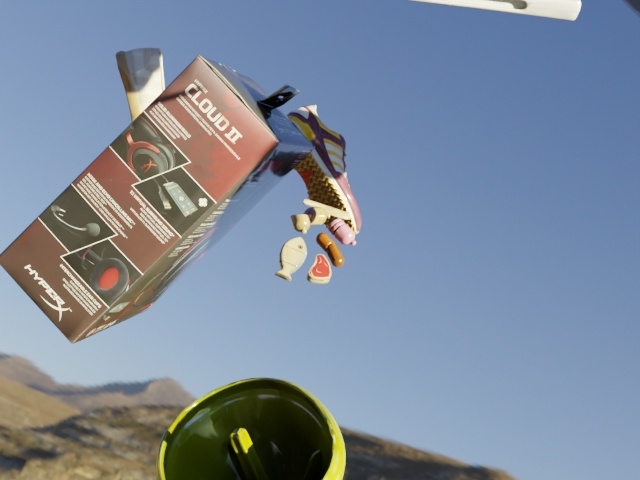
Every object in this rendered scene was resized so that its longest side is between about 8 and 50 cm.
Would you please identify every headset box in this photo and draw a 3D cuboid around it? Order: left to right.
[{"bbox_3d":[-0.136,-0.051,0.929,0.110,0.293,0.218,47,8,2],"label":"headset box"}]

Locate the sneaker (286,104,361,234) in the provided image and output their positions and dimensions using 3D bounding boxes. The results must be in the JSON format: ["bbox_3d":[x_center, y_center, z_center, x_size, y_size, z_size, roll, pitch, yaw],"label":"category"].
[{"bbox_3d":[0.014,-0.097,1.290,0.069,0.084,0.185,-20,-77,50],"label":"sneaker"}]

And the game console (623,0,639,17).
[{"bbox_3d":[0.219,-0.130,0.484,0.107,0.071,0.122,37,5,-20],"label":"game console"}]

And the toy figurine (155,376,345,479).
[{"bbox_3d":[0.025,0.231,0.401,0.217,0.191,0.362,55,-11,-27],"label":"toy figurine"}]

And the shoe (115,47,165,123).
[{"bbox_3d":[-0.209,-0.145,1.220,0.058,0.219,0.076,-14,-8,-7],"label":"shoe"}]

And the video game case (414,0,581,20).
[{"bbox_3d":[0.140,-0.285,0.936,0.193,0.212,0.023,6,-48,-4],"label":"video game case"}]

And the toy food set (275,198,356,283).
[{"bbox_3d":[0.000,0.000,1.034,0.078,0.122,0.019,18,-43,-5],"label":"toy food set"}]
